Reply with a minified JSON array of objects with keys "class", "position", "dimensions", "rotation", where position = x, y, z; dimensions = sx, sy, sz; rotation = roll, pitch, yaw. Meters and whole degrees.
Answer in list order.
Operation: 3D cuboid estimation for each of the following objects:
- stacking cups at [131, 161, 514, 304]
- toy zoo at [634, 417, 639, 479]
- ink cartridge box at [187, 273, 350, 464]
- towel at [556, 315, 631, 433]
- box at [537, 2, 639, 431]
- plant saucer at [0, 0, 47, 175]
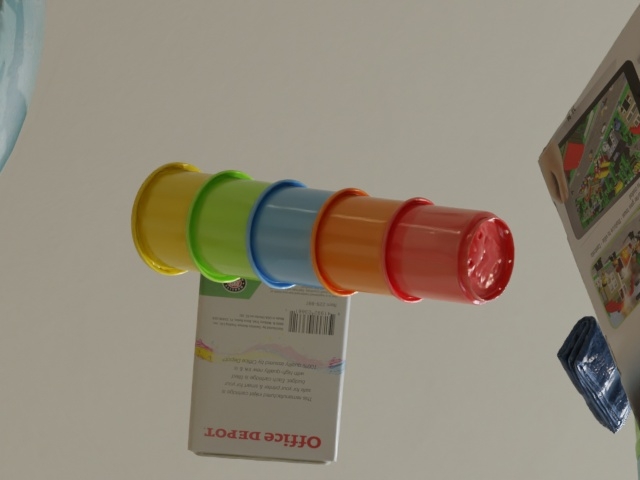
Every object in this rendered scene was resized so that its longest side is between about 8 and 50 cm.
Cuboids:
[{"class":"stacking cups","position":[0.000,0.000,0.951],"dimensions":[0.096,0.316,0.096],"rotation":[-13,-74,-50]},{"class":"toy zoo","position":[0.309,0.217,0.832],"dimensions":[0.192,0.030,0.293],"rotation":[6,-127,-3]},{"class":"ink cartridge box","position":[-0.051,0.115,1.320],"dimensions":[0.154,0.093,0.212],"rotation":[4,-86,-1]},{"class":"towel","position":[0.292,0.138,1.324],"dimensions":[0.119,0.029,0.067],"rotation":[53,-123,-29]},{"class":"box","position":[0.133,-0.047,0.353],"dimensions":[0.036,0.207,0.114],"rotation":[3,-129,-21]},{"class":"plant saucer","position":[-0.148,-0.063,0.493],"dimensions":[0.037,0.195,0.195],"rotation":[16,-97,-36]}]
